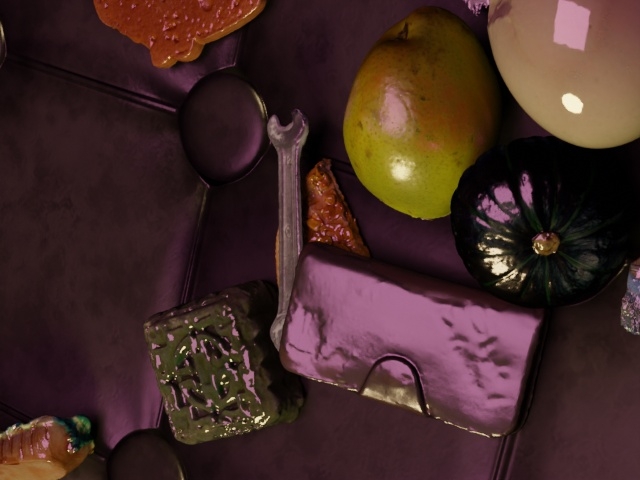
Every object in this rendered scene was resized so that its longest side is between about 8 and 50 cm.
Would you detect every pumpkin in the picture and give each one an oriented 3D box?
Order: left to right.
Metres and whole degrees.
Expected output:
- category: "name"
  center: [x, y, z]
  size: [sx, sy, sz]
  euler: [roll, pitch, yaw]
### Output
- category: "pumpkin"
  center: [0.231, -0.018, 1.536]
  size: [0.194, 0.150, 0.194]
  euler: [0, 91, -2]

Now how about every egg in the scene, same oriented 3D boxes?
- category: "egg"
  center: [0.278, -0.227, 1.467]
  size: [0.219, 0.219, 0.269]
  euler: [1, 76, 35]

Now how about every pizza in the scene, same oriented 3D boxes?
- category: "pizza"
  center: [0.000, 0.000, 1.781]
  size: [0.131, 0.041, 0.178]
  euler: [38, 113, 26]

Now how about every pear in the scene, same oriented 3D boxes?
- category: "pear"
  center: [0.110, -0.144, 1.601]
  size: [0.187, 0.187, 0.220]
  euler: [23, 129, 32]

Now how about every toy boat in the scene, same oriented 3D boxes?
- category: "toy boat"
  center: [-0.439, 0.298, 2.075]
  size: [0.293, 0.108, 0.099]
  euler: [-9, 53, 40]

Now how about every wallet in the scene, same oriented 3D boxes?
- category: "wallet"
  center: [0.101, 0.114, 1.683]
  size: [0.309, 0.042, 0.165]
  euler: [17, 97, 21]

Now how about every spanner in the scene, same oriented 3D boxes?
- category: "spanner"
  center: [-0.036, -0.009, 1.771]
  size: [0.071, 0.017, 0.302]
  euler: [-1, 92, 36]

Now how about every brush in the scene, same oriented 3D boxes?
- category: "brush"
  center: [0.360, 0.006, 1.538]
  size: [0.070, 0.021, 0.196]
  euler: [10, 97, 33]

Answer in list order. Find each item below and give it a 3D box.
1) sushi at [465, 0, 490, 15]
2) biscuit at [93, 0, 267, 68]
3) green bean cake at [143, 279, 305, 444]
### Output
- category: "sushi"
  center: [0.187, -0.338, 1.645]
  size: [0.120, 0.026, 0.126]
  euler: [-43, 73, 26]
- category: "biscuit"
  center: [-0.183, -0.316, 1.897]
  size: [0.280, 0.043, 0.183]
  euler: [3, 97, 30]
- category: "green bean cake"
  center: [-0.124, 0.159, 1.850]
  size: [0.183, 0.094, 0.185]
  euler: [-18, 86, 33]
